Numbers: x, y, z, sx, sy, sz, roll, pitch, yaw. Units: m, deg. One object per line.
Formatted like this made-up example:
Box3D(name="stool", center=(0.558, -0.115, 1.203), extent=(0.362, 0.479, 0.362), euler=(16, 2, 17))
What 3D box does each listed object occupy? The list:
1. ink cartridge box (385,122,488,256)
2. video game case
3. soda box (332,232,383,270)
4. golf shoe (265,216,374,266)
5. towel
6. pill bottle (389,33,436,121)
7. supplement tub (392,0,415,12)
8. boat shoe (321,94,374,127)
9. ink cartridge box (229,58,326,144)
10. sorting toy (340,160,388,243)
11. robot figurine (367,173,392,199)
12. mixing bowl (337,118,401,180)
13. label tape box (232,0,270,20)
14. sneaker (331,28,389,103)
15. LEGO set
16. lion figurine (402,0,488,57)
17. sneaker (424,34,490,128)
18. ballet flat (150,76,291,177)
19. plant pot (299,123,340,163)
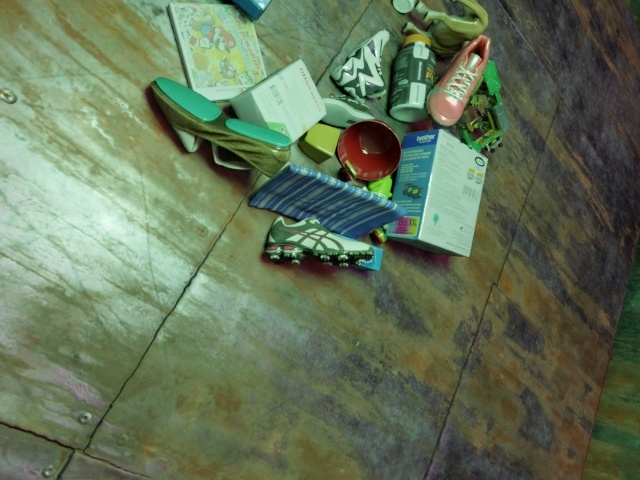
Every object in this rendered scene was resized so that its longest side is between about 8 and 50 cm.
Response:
Box3D(name="ink cartridge box", center=(0.370, -0.168, 1.356), extent=(0.270, 0.151, 0.395), euler=(16, 85, -38))
Box3D(name="video game case", center=(-0.239, -0.456, 1.060), extent=(0.206, 0.026, 0.227), euler=(-19, 98, -34))
Box3D(name="soda box", center=(0.072, 0.032, 1.219), extent=(0.210, 0.071, 0.067), euler=(16, 78, -33))
Box3D(name="golf shoe", center=(0.000, 0.000, 1.087), extent=(0.272, 0.105, 0.120), euler=(4, 71, 6))
Box3D(name="towel", center=(0.016, -0.082, 1.077), extent=(0.336, 0.243, 0.040), euler=(17, 68, -28))
Box3D(name="pill bottle", center=(0.290, -0.509, 1.361), extent=(0.130, 0.130, 0.246), euler=(11, 81, -33))
Box3D(name="supplement tub", center=(0.281, -0.799, 1.406), extent=(0.071, 0.071, 0.107), euler=(32, 70, -29))
Box3D(name="boat shoe", center=(0.066, -0.369, 1.236), extent=(0.219, 0.077, 0.070), euler=(6, 65, -44))
Box3D(name="ink cartridge box", center=(-0.097, -0.329, 1.081), extent=(0.212, 0.093, 0.154), euler=(-49, 122, -36))
Box3D(name="sorting toy", center=(0.117, -0.096, 1.230), extent=(0.046, 0.132, 0.274), euler=(-32, 104, -4))
Box3D(name="robot figurine", center=(0.174, -0.152, 1.301), extent=(0.101, 0.067, 0.115), euler=(41, 61, -60))
Box3D(name="mixing bowl", center=(0.149, -0.273, 1.247), extent=(0.181, 0.181, 0.098), euler=(54, 35, -20))
Box3D(name="label tape box", center=(-0.144, -0.736, 1.010), extent=(0.240, 0.106, 0.334), euler=(35, 90, -19))
Box3D(name="sneaker", center=(0.153, -0.501, 1.290), extent=(0.153, 0.094, 0.235), euler=(49, 63, -24))
Box3D(name="LEGO set", center=(0.485, -0.452, 1.494), extent=(0.255, 0.192, 0.331), euler=(-42, 117, -2))
Box3D(name="lion figurine", center=(0.412, -0.656, 1.342), extent=(0.240, 0.392, 0.142), euler=(23, 106, -15))
Box3D(name="sneaker", center=(0.398, -0.467, 1.251), extent=(0.116, 0.136, 0.314), euler=(27, 71, -1))
Box3D(name="ballet flat", center=(-0.233, -0.238, 0.981), extent=(0.342, 0.124, 0.116), euler=(24, 32, -4))
Box3D(name="plant pot", center=(-0.009, -0.269, 1.179), extent=(0.083, 0.081, 0.081), euler=(21, 76, -21))
